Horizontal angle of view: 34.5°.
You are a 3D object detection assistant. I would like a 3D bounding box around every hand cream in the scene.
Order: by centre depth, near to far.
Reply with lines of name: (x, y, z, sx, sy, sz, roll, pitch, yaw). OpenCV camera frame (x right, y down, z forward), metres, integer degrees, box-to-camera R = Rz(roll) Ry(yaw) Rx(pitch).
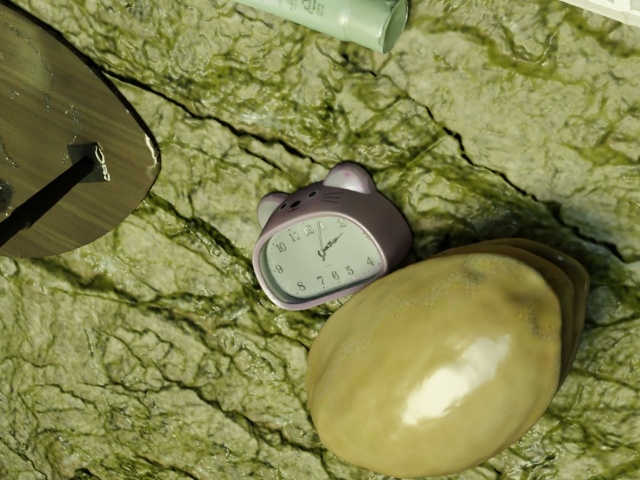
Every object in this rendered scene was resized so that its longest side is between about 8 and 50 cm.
hand cream: (-0.027, -0.210, 0.843, 0.205, 0.050, 0.078, 26, 129, 18)

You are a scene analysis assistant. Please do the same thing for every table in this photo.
table: (-0.372, -0.042, 0.999, 0.317, 0.249, 0.317, 13, 123, 22)

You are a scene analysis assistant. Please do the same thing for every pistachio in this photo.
pistachio: (0.100, 0.108, 0.887, 0.293, 0.162, 0.181, -40, 83, 39)

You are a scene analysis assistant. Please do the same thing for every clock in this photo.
clock: (0.000, 0.000, 0.948, 0.153, 0.050, 0.110, -21, 106, 36)

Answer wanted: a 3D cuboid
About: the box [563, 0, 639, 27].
box: (0.115, -0.244, 0.640, 0.330, 0.210, 0.095, 25, 128, 14)
